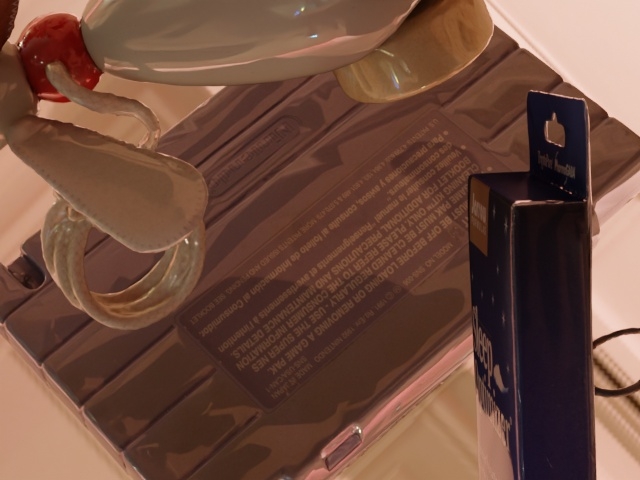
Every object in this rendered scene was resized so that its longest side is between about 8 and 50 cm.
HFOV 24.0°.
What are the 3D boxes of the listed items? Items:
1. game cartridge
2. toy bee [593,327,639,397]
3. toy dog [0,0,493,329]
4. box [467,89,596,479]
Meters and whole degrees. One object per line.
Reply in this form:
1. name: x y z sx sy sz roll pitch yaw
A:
1. game cartridge: 0.000 0.000 0.897 0.355 0.068 0.230 -39 -112 -17
2. toy bee: 0.259 0.156 0.762 0.195 0.298 0.162 -20 -69 5
3. toy dog: -0.065 -0.088 0.683 0.333 0.161 0.220 -44 -71 12
4. box: 0.090 0.050 0.648 0.036 0.136 0.225 -2 -83 -2
